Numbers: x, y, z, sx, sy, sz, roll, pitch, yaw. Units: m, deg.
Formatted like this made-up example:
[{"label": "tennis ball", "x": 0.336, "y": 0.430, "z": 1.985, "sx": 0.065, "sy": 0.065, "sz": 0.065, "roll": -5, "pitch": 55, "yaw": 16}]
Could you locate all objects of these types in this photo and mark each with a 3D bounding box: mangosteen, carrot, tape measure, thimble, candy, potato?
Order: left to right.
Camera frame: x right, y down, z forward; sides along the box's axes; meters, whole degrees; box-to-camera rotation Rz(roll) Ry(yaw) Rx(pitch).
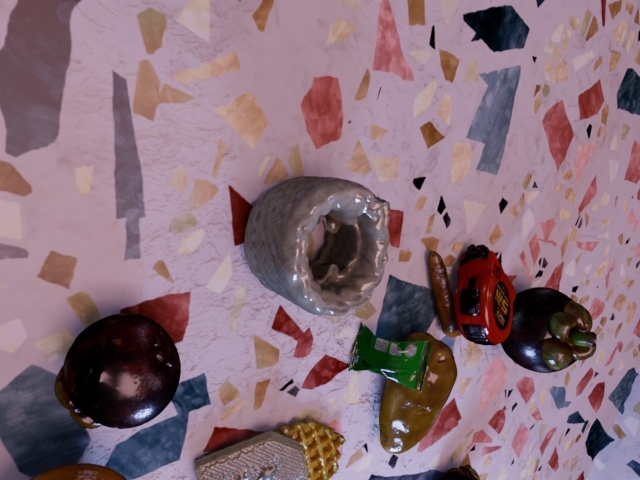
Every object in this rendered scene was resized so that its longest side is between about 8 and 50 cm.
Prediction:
[{"label": "mangosteen", "x": -0.349, "y": 0.229, "z": 0.768, "sx": 0.210, "sy": 0.210, "sz": 0.210, "roll": -10, "pitch": 109, "yaw": -31}, {"label": "thimble", "x": 0.000, "y": 0.000, "z": 0.931, "sx": 0.291, "sy": 0.195, "sz": 0.291, "roll": -13, "pitch": 111, "yaw": -36}, {"label": "candy", "x": 0.182, "y": 0.314, "z": 1.162, "sx": 0.078, "sy": 0.203, "sz": 0.141, "roll": -60, "pitch": 160, "yaw": -62}, {"label": "potato", "x": 0.273, "y": 0.449, "z": 1.274, "sx": 0.195, "sy": 0.176, "sz": 0.369, "roll": -3, "pitch": 111, "yaw": -61}, {"label": "carrot", "x": 0.367, "y": 0.160, "z": 1.305, "sx": 0.066, "sy": 0.066, "sz": 0.314, "roll": -32, "pitch": 119, "yaw": -23}, {"label": "mangosteen", "x": 0.496, "y": 0.911, "z": 1.534, "sx": 0.228, "sy": 0.228, "sz": 0.265, "roll": 64, "pitch": 37, "yaw": -29}, {"label": "tape measure", "x": 0.492, "y": 0.182, "z": 1.330, "sx": 0.253, "sy": 0.114, "sz": 0.260, "roll": 46, "pitch": 55, "yaw": -35}, {"label": "mangosteen", "x": 0.763, "y": 0.306, "z": 1.478, "sx": 0.300, "sy": 0.300, "sz": 0.300, "roll": -10, "pitch": 109, "yaw": -31}]

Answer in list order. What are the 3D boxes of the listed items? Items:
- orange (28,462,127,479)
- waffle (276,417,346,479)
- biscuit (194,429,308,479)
[{"label": "orange", "x": -0.444, "y": 0.523, "z": 0.753, "sx": 0.274, "sy": 0.274, "sz": 0.310, "roll": 2, "pitch": 145, "yaw": -34}, {"label": "waffle", "x": -0.059, "y": 0.596, "z": 1.154, "sx": 0.291, "sy": 0.051, "sz": 0.291, "roll": -10, "pitch": 107, "yaw": -33}, {"label": "biscuit", "x": -0.156, "y": 0.542, "z": 1.036, "sx": 0.252, "sy": 0.052, "sz": 0.150, "roll": -13, "pitch": 101, "yaw": -20}]
